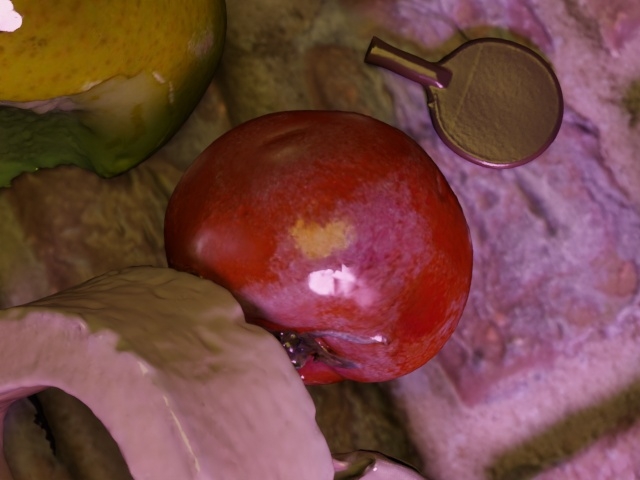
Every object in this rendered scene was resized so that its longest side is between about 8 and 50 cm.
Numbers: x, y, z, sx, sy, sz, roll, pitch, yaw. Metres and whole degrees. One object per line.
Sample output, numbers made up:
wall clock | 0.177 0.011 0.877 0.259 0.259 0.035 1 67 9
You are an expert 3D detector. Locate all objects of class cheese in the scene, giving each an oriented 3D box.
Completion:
cheese | -0.166 0.181 1.201 0.332 0.153 0.292 -15 93 34

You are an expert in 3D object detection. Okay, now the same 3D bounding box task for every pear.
pear | -0.205 -0.160 1.268 0.286 0.282 0.176 -10 73 -5

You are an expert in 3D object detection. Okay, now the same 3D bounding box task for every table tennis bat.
table tennis bat | 0.122 -0.130 1.368 0.170 0.119 0.107 22 79 -2

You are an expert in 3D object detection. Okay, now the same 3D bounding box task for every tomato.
tomato | 0.003 -0.001 1.281 0.232 0.232 0.189 14 64 -2

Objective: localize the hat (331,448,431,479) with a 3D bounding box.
hat | -0.017 0.241 1.320 0.226 0.164 0.220 19 99 37
